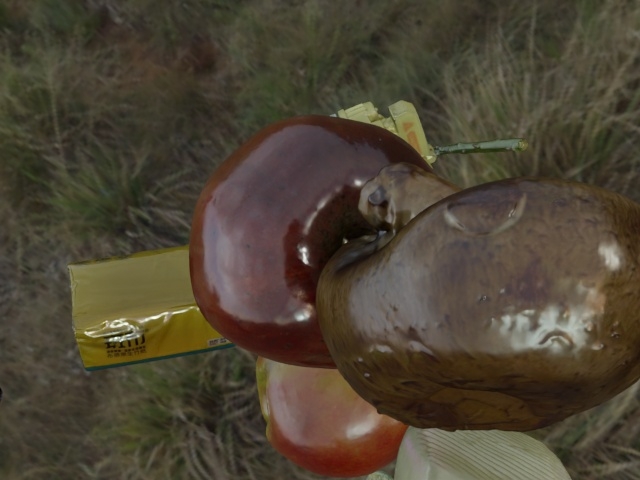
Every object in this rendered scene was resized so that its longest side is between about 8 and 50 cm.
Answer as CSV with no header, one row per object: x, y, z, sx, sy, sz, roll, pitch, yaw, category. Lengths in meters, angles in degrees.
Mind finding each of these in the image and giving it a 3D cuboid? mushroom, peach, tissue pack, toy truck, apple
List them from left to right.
-0.185,0.068,1.084,0.169,0.082,0.120,-8,37,-12,tissue pack
0.002,0.000,0.831,0.234,0.234,0.234,-17,55,26,apple
0.059,0.235,1.634,0.332,0.308,0.308,-19,48,-13,peach
0.090,-0.066,1.325,0.157,0.272,0.124,-24,44,4,toy truck
0.100,0.045,0.564,0.231,0.194,0.138,137,154,-71,mushroom

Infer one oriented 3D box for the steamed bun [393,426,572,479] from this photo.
0.145,0.262,0.930,0.169,0.239,0.153,15,100,5,steamed bun

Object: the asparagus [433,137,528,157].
0.244,-0.149,1.617,0.248,0.024,0.025,0,75,56,asparagus

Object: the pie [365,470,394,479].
0.124,0.519,2.046,0.084,0.021,0.084,-6,81,37,pie

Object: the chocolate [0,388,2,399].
-0.594,0.312,1.381,0.126,0.148,0.343,34,63,3,chocolate
